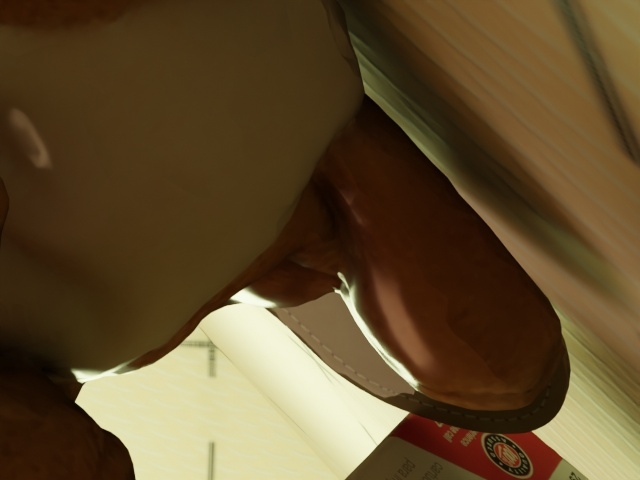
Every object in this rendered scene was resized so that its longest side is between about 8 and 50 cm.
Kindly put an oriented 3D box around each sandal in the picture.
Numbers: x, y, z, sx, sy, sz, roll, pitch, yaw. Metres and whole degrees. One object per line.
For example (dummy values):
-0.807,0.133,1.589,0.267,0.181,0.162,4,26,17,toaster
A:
0.002,-0.006,0.747,0.240,0.088,0.079,22,-150,14,sandal

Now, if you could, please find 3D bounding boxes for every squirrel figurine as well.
-0.194,-0.015,0.595,0.397,0.370,0.281,43,169,42,squirrel figurine

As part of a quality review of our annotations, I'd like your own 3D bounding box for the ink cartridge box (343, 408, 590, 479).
0.100,0.200,0.706,0.273,0.114,0.197,41,-158,7,ink cartridge box
